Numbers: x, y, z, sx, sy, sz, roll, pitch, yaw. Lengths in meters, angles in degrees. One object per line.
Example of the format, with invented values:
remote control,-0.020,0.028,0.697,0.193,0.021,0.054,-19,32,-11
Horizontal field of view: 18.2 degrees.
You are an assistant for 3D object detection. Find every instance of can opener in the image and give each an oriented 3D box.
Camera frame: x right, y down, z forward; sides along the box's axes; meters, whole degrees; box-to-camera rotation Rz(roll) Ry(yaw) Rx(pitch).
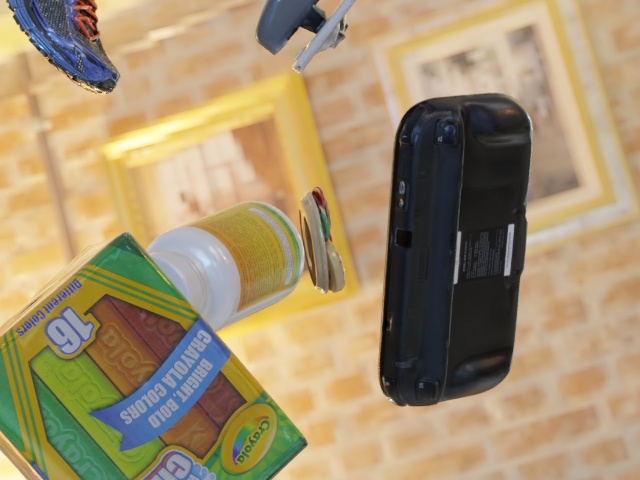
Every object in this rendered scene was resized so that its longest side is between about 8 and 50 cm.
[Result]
can opener,0.041,-0.288,1.962,0.283,0.095,0.076,-53,5,16

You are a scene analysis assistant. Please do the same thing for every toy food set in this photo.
toy food set,0.000,0.000,1.537,0.020,0.083,0.083,-10,0,-7

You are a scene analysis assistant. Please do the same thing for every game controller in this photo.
game controller,0.137,0.012,1.998,0.166,0.319,0.067,-11,22,-42

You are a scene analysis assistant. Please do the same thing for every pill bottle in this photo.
pill bottle,-0.135,0.040,2.438,0.136,0.136,0.245,-23,1,32

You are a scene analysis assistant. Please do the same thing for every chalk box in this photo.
chalk box,-0.142,0.161,1.613,0.180,0.289,0.179,-43,7,-14

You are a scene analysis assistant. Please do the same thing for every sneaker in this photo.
sneaker,-0.224,-0.222,1.711,0.087,0.221,0.083,-32,-20,9
